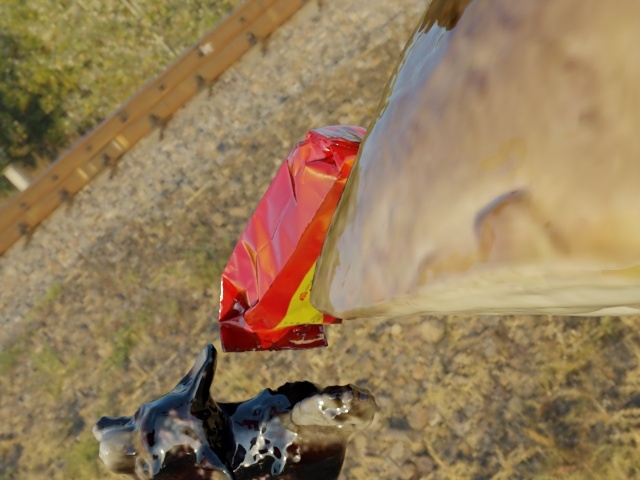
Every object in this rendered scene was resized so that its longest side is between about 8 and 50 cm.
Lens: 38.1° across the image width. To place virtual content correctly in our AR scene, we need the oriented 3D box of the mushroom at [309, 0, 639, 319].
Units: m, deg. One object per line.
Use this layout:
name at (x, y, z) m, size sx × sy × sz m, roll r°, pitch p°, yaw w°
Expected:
mushroom at (0.129, -0.091, 0.522) m, size 0.397 × 0.224 × 0.313 m, roll -15°, pitch 73°, yaw 54°

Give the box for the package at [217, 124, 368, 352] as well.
package at (0.001, 0.000, 1.314) m, size 0.423 × 0.196 × 0.123 m, roll -59°, pitch 42°, yaw 39°

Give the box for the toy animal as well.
toy animal at (-0.114, 0.255, 1.201) m, size 0.302 × 0.345 × 0.194 m, roll -49°, pitch 45°, yaw 49°
